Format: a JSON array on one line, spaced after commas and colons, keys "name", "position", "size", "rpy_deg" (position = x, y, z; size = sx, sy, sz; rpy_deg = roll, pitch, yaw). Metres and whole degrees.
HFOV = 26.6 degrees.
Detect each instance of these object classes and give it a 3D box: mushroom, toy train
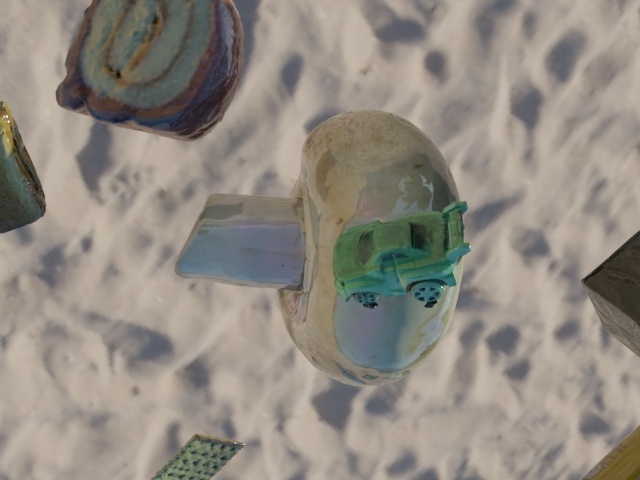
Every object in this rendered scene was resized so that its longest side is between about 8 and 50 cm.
[{"name": "mushroom", "position": [0.033, -0.006, 1.726], "size": [0.325, 0.353, 0.353], "rpy_deg": [-55, 145, 2]}, {"name": "toy train", "position": [0.084, 0.012, 1.414], "size": [0.149, 0.099, 0.081], "rpy_deg": [-6, 146, 9]}]

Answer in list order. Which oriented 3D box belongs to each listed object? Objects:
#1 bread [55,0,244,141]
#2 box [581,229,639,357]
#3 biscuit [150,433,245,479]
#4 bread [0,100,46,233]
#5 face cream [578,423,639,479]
[{"name": "bread", "position": [-0.185, -0.235, 1.622], "size": [0.123, 0.190, 0.244], "rpy_deg": [70, 41, -83]}, {"name": "box", "position": [0.574, 0.072, 2.213], "size": [0.231, 0.149, 0.155], "rpy_deg": [-39, 131, -7]}, {"name": "biscuit", "position": [-0.237, 0.401, 2.216], "size": [0.231, 0.016, 0.139], "rpy_deg": [-47, 148, 13]}, {"name": "bread", "position": [-0.312, -0.068, 1.293], "size": [0.074, 0.053, 0.132], "rpy_deg": [-19, 125, -2]}, {"name": "face cream", "position": [0.432, 0.296, 1.764], "size": [0.348, 0.105, 0.105], "rpy_deg": [-39, 143, -14]}]
